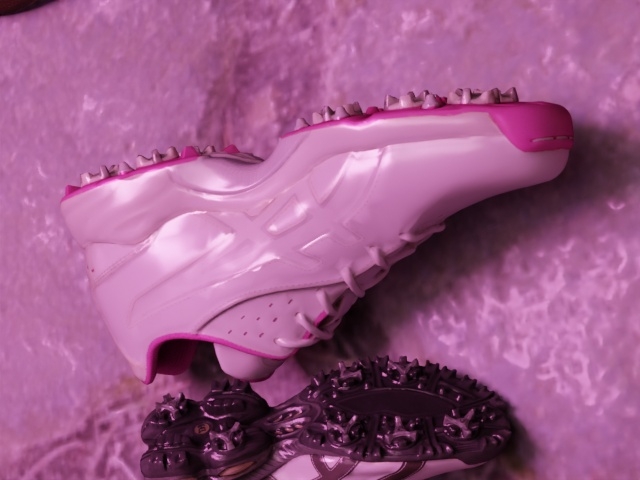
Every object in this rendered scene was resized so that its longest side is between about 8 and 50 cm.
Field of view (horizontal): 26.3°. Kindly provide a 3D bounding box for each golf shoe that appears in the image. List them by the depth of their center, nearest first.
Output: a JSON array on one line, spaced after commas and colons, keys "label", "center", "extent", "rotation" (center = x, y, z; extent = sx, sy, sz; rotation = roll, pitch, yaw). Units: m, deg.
[{"label": "golf shoe", "center": [0.005, 0.120, 0.733], "extent": [0.198, 0.094, 0.077], "rotation": [-5, 33, 11]}, {"label": "golf shoe", "center": [0.000, 0.000, 0.747], "extent": [0.306, 0.115, 0.140], "rotation": [-12, 88, 31]}]

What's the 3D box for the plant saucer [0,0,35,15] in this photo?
[{"label": "plant saucer", "center": [-0.288, -0.281, 0.889], "extent": [0.311, 0.050, 0.310], "rotation": [22, 132, 27]}]
